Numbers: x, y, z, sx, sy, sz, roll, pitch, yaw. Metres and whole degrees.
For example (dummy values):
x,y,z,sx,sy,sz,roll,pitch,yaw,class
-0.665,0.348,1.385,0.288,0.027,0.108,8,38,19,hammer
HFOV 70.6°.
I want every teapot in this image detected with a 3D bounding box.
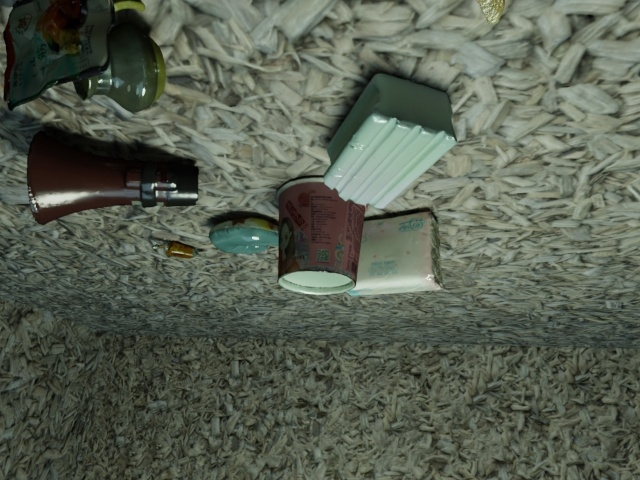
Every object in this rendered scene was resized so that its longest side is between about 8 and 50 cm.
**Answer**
x,y,z,sx,sy,sz,roll,pitch,yaw,class
-0.302,-0.275,0.674,0.119,0.130,0.166,-14,137,-39,teapot

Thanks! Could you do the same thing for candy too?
x,y,z,sx,sy,sz,roll,pitch,yaw,class
-0.469,0.031,1.503,0.182,0.046,0.053,14,152,-33,candy

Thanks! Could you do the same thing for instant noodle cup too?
x,y,z,sx,sy,sz,roll,pitch,yaw,class
0.000,0.000,1.125,0.243,0.231,0.243,3,158,1,instant noodle cup

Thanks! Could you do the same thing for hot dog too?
x,y,z,sx,sy,sz,roll,pitch,yaw,class
0.221,-0.324,0.591,0.034,0.030,0.090,-16,151,35,hot dog

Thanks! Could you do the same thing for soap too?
x,y,z,sx,sy,sz,roll,pitch,yaw,class
0.117,-0.175,0.872,0.172,0.095,0.289,10,156,-17,soap

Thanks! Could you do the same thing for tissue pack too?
x,y,z,sx,sy,sz,roll,pitch,yaw,class
0.184,0.041,1.229,0.271,0.201,0.124,-8,161,26,tissue pack

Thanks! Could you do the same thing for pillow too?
x,y,z,sx,sy,sz,roll,pitch,yaw,class
-0.212,-0.004,1.334,0.214,0.086,0.233,18,155,-41,pillow

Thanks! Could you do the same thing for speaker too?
x,y,z,sx,sy,sz,roll,pitch,yaw,class
-0.461,-0.103,1.035,0.329,0.198,0.259,5,145,-24,speaker

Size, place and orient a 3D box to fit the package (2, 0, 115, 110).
x,y,z,sx,sy,sz,roll,pitch,yaw,class
-0.365,-0.277,0.613,0.232,0.166,0.040,-4,173,26,package
